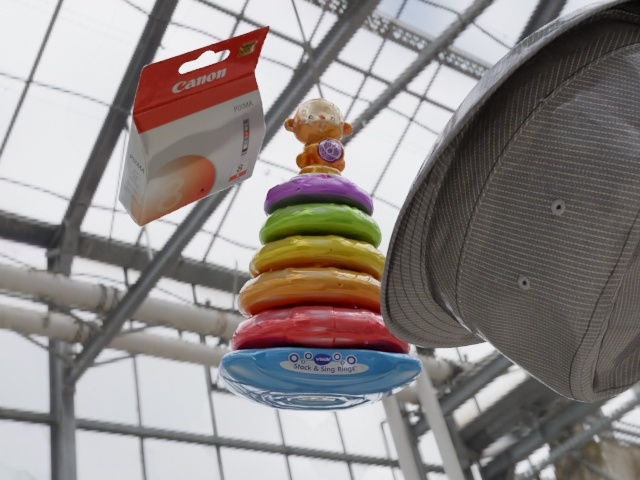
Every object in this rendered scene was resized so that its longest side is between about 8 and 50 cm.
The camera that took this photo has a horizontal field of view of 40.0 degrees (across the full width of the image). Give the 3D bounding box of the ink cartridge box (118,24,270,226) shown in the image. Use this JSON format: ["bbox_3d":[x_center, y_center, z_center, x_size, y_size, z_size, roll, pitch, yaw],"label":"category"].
[{"bbox_3d":[-0.109,-0.104,0.823,0.145,0.045,0.179,-28,-21,-35],"label":"ink cartridge box"}]

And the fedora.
[{"bbox_3d":[0.170,0.000,0.527,0.244,0.124,0.275,2,-56,-35],"label":"fedora"}]

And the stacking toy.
[{"bbox_3d":[0.000,0.000,0.825,0.175,0.302,0.166,3,-19,-5],"label":"stacking toy"}]
